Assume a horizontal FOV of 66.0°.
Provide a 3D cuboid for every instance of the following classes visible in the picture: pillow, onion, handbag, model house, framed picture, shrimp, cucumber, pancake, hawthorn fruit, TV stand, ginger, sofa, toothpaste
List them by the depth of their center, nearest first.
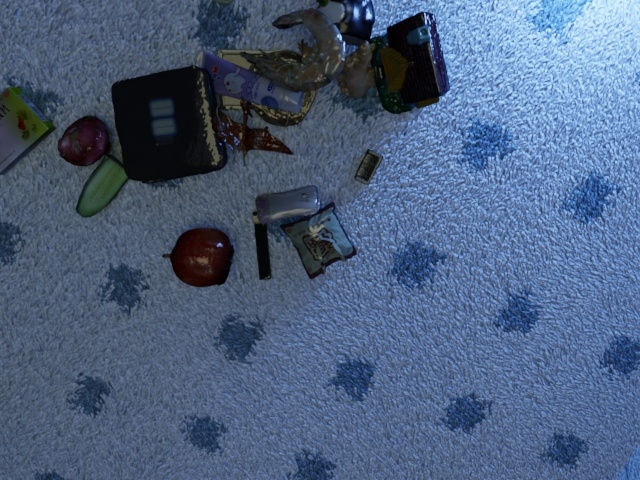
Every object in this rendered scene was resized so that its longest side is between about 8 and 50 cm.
[{"bbox_3d":[-0.089,-0.587,1.527,0.361,0.085,0.246,10,104,22],"label":"shrimp"},{"bbox_3d":[0.298,-0.558,1.579,0.230,0.248,0.280,-18,105,3],"label":"model house"},{"bbox_3d":[0.116,-0.552,1.611,0.138,0.213,0.074,-26,72,-4],"label":"ginger"},{"bbox_3d":[-0.241,-0.509,1.626,0.372,0.080,0.125,20,106,4],"label":"toothpaste"},{"bbox_3d":[-0.778,-0.323,1.658,0.184,0.184,0.147,-44,145,9],"label":"onion"},{"bbox_3d":[-0.135,-0.515,1.667,0.250,0.031,0.249,0,105,1],"label":"pancake"},{"bbox_3d":[-0.220,-0.546,1.680,0.253,0.014,0.196,0,106,-2],"label":"framed picture"},{"bbox_3d":[-0.775,-0.187,1.726,0.244,0.063,0.115,-49,138,8],"label":"cucumber"},{"bbox_3d":[-0.433,0.057,1.751,0.250,0.215,0.215,4,105,1],"label":"hawthorn fruit"},{"bbox_3d":[-0.118,-0.130,1.759,0.233,0.130,0.038,-10,149,3],"label":"pillow"},{"bbox_3d":[0.172,-0.262,1.764,0.060,0.039,0.117,25,103,-8],"label":"sofa"},{"bbox_3d":[0.000,0.000,1.785,0.213,0.127,0.234,-27,107,3],"label":"handbag"},{"bbox_3d":[-0.217,0.021,1.825,0.049,0.040,0.256,-4,106,-1],"label":"TV stand"}]

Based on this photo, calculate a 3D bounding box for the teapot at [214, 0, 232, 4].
[{"bbox_3d":[-0.300,-0.827,1.575,0.091,0.124,0.092,23,62,-24],"label":"teapot"}]

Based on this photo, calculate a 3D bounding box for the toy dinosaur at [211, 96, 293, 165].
[{"bbox_3d":[-0.227,-0.345,1.622,0.327,0.113,0.206,50,57,-45],"label":"toy dinosaur"}]

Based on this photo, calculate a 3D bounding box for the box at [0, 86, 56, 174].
[{"bbox_3d":[-1.062,-0.366,1.669,0.261,0.062,0.175,-38,104,9],"label":"box"}]

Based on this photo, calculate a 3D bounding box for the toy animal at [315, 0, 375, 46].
[{"bbox_3d":[0.076,-0.751,1.535,0.213,0.212,0.266,-1,107,-2],"label":"toy animal"}]

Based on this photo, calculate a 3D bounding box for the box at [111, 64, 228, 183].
[{"bbox_3d":[-0.500,-0.378,1.631,0.360,0.091,0.349,-7,99,13],"label":"box"}]
